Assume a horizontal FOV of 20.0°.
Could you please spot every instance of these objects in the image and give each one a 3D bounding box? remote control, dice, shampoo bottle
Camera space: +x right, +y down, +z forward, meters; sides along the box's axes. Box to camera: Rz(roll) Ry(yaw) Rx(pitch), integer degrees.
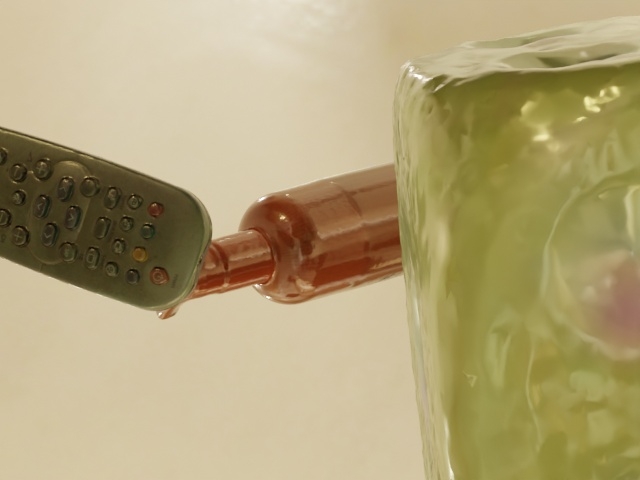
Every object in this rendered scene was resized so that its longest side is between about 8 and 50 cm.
[{"bbox_3d":[-0.162,-0.023,1.009,0.072,0.222,0.042,-71,-19,2],"label":"remote control"},{"bbox_3d":[0.161,0.034,0.737,0.252,0.250,0.254,-89,-6,-79],"label":"dice"},{"bbox_3d":[0.001,-0.001,1.230,0.244,0.085,0.085,-16,-68,-35],"label":"shampoo bottle"}]
